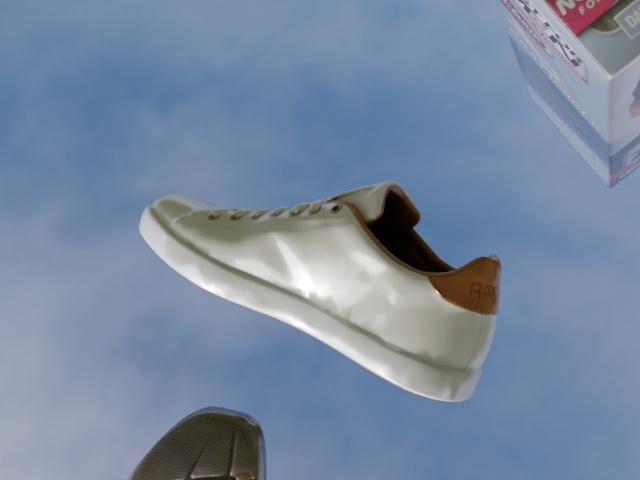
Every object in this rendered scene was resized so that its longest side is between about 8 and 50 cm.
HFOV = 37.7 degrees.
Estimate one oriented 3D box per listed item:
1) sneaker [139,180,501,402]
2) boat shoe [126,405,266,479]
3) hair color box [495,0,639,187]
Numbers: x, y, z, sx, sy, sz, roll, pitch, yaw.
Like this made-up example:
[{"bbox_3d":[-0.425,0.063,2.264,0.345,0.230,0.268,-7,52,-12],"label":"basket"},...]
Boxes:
[{"bbox_3d":[0.000,0.000,0.678,0.290,0.123,0.106,23,-166,25],"label":"sneaker"},{"bbox_3d":[-0.128,0.304,0.860,0.132,0.355,0.130,20,-167,6],"label":"boat shoe"},{"bbox_3d":[0.227,-0.154,0.606,0.185,0.374,0.113,-39,-105,11],"label":"hair color box"}]
